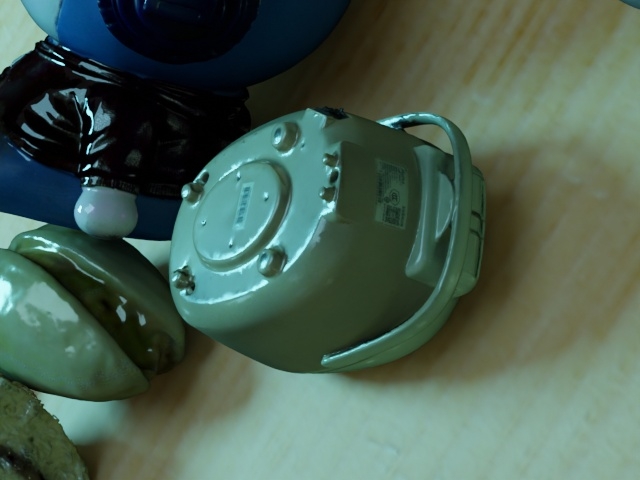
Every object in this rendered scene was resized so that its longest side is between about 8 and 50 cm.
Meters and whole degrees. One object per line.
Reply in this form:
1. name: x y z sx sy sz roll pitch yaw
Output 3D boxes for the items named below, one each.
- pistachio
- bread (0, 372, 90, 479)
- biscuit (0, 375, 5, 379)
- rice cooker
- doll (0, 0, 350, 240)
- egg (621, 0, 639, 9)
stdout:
1. pistachio: -0.164 0.051 1.231 0.185 0.124 0.124 26 92 42
2. bread: -0.222 0.143 1.241 0.106 0.125 0.082 4 50 47
3. biscuit: -0.300 0.144 1.393 0.183 0.043 0.280 -1 76 52
4. rice cooker: 0.000 0.000 1.058 0.206 0.127 0.145 -22 56 51
5. doll: -0.101 -0.162 1.176 0.284 0.240 0.310 -109 34 -73
6. egg: 0.204 -0.182 0.898 0.198 0.146 0.146 -8 66 39
